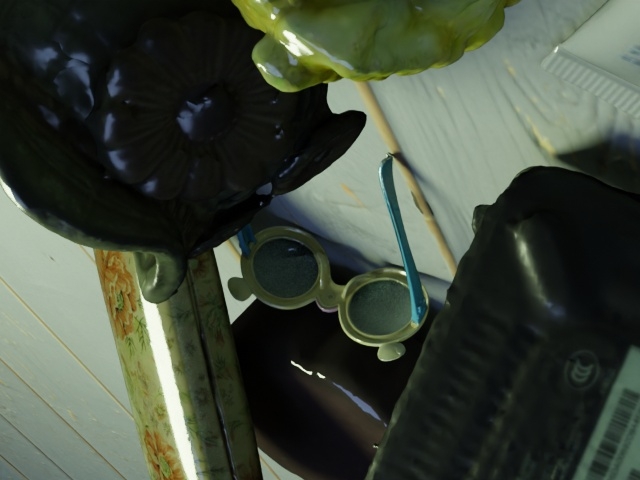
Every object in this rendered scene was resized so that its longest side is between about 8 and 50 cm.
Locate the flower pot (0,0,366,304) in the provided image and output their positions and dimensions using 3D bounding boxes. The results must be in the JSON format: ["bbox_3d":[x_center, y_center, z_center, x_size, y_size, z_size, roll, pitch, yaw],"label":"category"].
[{"bbox_3d":[-0.131,-0.103,0.868,0.302,0.213,0.302,35,174,4],"label":"flower pot"}]

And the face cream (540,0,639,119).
[{"bbox_3d":[0.270,-0.101,0.648,0.235,0.137,0.420,29,164,-1],"label":"face cream"}]

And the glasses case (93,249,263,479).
[{"bbox_3d":[-0.138,0.112,1.263,0.156,0.098,0.425,9,114,61],"label":"glasses case"}]

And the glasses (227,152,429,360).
[{"bbox_3d":[0.015,-0.020,1.157,0.189,0.088,0.220,22,135,19],"label":"glasses"}]

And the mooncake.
[{"bbox_3d":[0.032,0.154,1.342,0.283,0.141,0.283,28,152,16],"label":"mooncake"}]

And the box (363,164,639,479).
[{"bbox_3d":[0.219,0.155,0.904,0.350,0.359,0.091,24,-174,13],"label":"box"}]

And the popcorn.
[{"bbox_3d":[0.031,-0.177,0.697,0.187,0.167,0.185,-28,98,23],"label":"popcorn"}]
